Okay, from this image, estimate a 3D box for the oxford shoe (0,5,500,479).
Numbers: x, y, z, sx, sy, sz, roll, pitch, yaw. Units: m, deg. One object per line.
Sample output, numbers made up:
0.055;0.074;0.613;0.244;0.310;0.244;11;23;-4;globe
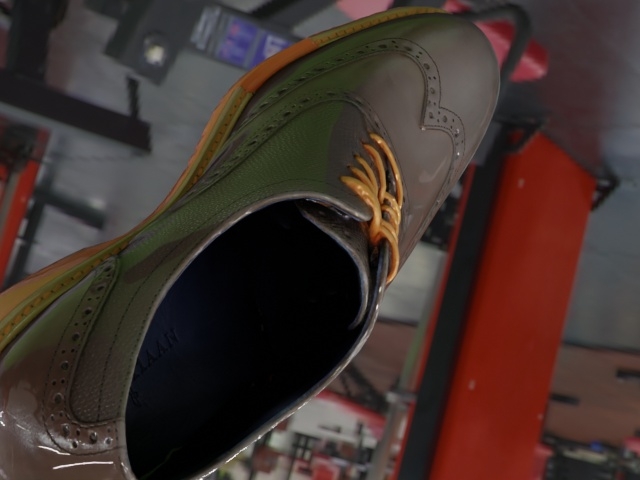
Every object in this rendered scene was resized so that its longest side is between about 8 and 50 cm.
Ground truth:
0.000;0.000;0.583;0.133;0.363;0.130;-7;121;47;oxford shoe
